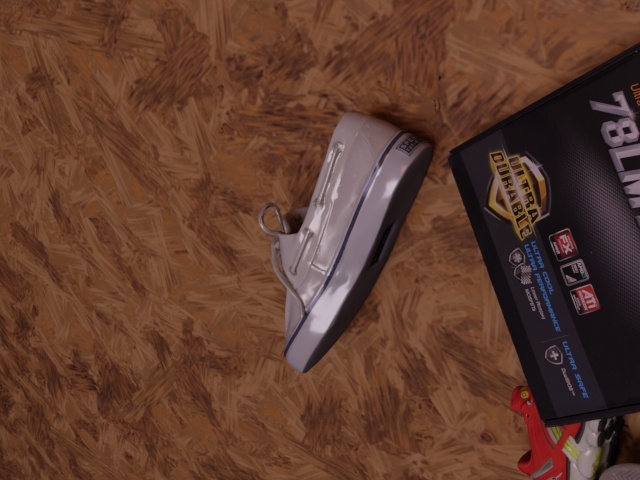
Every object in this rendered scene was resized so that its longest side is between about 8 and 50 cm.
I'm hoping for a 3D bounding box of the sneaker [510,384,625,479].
[{"bbox_3d":[0.275,0.185,0.731,0.118,0.107,0.278,23,124,38],"label":"sneaker"}]

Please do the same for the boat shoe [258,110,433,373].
[{"bbox_3d":[-0.004,0.002,0.816,0.157,0.136,0.367,34,127,18],"label":"boat shoe"}]

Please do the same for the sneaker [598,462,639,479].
[{"bbox_3d":[0.443,0.331,0.697,0.293,0.108,0.169,10,141,20],"label":"sneaker"}]

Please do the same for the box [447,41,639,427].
[{"bbox_3d":[0.285,-0.009,0.566,0.293,0.073,0.295,-28,72,45],"label":"box"}]
